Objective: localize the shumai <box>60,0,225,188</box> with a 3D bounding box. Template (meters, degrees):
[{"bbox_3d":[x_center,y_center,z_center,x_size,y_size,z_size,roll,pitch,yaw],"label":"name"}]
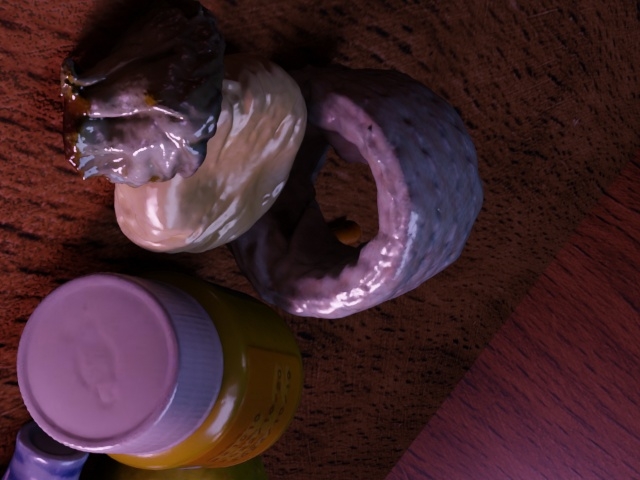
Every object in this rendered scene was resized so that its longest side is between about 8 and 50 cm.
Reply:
[{"bbox_3d":[-0.173,-0.139,1.323,0.141,0.184,0.184,8,130,-20],"label":"shumai"}]

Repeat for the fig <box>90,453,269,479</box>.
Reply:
[{"bbox_3d":[-0.191,0.368,2.013,0.258,0.258,0.326,-48,175,-11],"label":"fig"}]

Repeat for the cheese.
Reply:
[{"bbox_3d":[-0.120,-0.092,1.517,0.214,0.117,0.226,-17,137,-55],"label":"cheese"}]

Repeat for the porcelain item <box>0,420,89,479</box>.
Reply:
[{"bbox_3d":[-0.354,0.345,1.754,0.141,0.141,0.259,-20,137,-58],"label":"porcelain item"}]

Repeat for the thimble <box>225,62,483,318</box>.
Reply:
[{"bbox_3d":[0.029,-0.064,1.681,0.195,0.291,0.291,-16,141,-59],"label":"thimble"}]

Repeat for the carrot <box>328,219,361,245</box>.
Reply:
[{"bbox_3d":[0.000,0.000,2.109,0.190,0.037,0.037,-16,141,-55],"label":"carrot"}]

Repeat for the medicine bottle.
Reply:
[{"bbox_3d":[-0.174,0.148,1.653,0.224,0.224,0.384,-52,163,3],"label":"medicine bottle"}]
